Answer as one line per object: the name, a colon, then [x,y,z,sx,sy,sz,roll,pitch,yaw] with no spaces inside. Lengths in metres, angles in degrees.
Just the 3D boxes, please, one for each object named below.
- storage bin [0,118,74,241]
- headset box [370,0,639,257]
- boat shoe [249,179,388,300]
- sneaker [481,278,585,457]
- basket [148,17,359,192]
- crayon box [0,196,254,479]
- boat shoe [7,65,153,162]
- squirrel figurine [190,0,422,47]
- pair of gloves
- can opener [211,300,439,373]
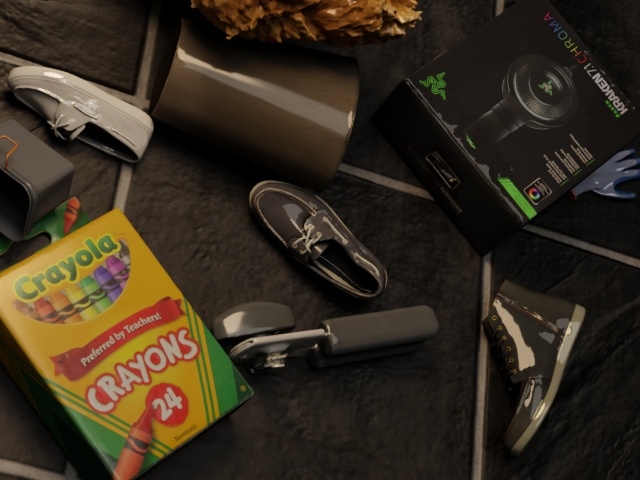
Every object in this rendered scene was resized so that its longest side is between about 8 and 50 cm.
storage bin: [-0.347,-0.081,1.756,0.135,0.098,0.091,35,42,17]
headset box: [0.243,-0.153,2.068,0.283,0.131,0.246,-35,85,-28]
boat shoe: [0.000,0.000,1.905,0.206,0.065,0.075,40,97,-8]
sneaker: [0.244,0.161,1.971,0.118,0.083,0.222,22,63,6]
basket: [-0.085,-0.179,1.918,0.227,0.154,0.204,18,42,-13]
crayon box: [-0.249,0.105,1.732,0.202,0.081,0.318,-34,84,-35]
boat shoe: [-0.289,-0.146,1.852,0.184,0.066,0.063,27,55,-25]
squirrel figurine: [-0.032,-0.361,1.938,0.370,0.281,0.397,24,34,-48]
pair of gloves: [0.379,-0.139,2.211,0.159,0.023,0.198,-20,75,-33]
can opener: [0.011,0.107,1.867,0.280,0.074,0.093,-3,67,-28]
